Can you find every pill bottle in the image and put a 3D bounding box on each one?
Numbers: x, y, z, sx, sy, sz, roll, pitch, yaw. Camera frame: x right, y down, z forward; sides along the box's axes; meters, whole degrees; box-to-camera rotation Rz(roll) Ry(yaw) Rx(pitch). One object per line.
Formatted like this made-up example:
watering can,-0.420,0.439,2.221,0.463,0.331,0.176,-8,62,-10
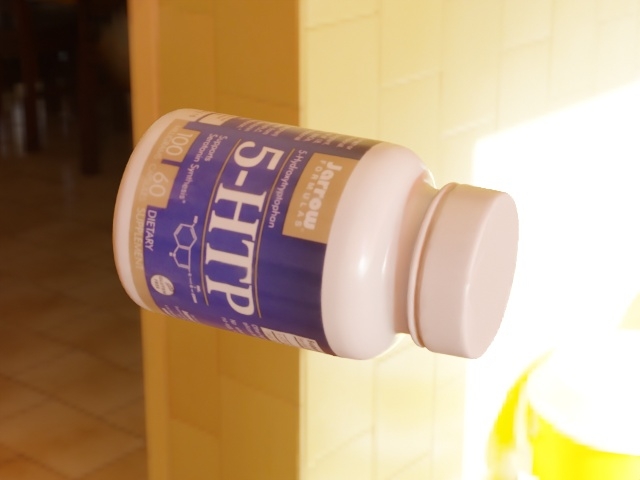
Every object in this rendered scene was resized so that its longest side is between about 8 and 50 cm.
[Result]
pill bottle,0.000,0.000,0.690,0.186,0.112,0.112,11,22,23
